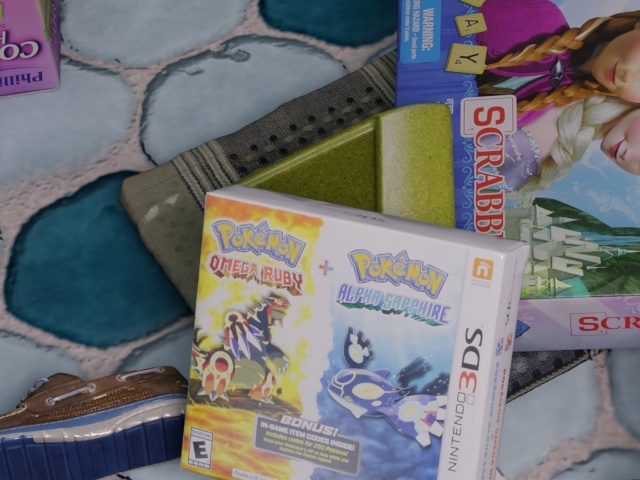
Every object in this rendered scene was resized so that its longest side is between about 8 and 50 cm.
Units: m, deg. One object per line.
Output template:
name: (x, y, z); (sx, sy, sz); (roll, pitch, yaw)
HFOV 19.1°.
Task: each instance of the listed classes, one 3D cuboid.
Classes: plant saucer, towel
plant saucer: (0.000, 0.000, 1.265); (0.188, 0.045, 0.188); (-24, 45, 27)
towel: (0.053, 0.004, 1.372); (0.312, 0.056, 0.324); (-27, 53, -12)

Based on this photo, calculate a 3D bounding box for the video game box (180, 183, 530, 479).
video game box: (0.017, 0.074, 1.175); (0.205, 0.187, 0.048); (11, 11, 24)

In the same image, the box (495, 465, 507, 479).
box: (0.036, 0.213, 1.188); (0.207, 0.036, 0.114); (-23, 50, -12)

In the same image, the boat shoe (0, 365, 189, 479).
boat shoe: (-0.172, 0.128, 1.280); (0.183, 0.066, 0.066); (-9, 43, -13)

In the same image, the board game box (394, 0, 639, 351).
board game box: (0.209, -0.071, 1.325); (0.318, 0.066, 0.319); (-3, 53, 7)

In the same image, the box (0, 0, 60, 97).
box: (-0.289, -0.271, 1.523); (0.117, 0.243, 0.213); (-8, 49, 1)
